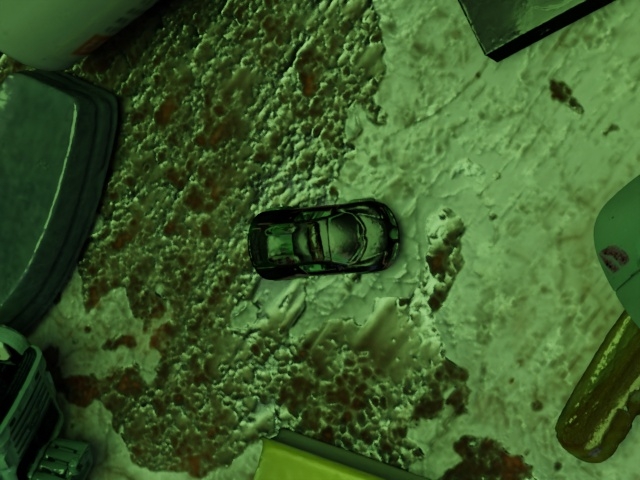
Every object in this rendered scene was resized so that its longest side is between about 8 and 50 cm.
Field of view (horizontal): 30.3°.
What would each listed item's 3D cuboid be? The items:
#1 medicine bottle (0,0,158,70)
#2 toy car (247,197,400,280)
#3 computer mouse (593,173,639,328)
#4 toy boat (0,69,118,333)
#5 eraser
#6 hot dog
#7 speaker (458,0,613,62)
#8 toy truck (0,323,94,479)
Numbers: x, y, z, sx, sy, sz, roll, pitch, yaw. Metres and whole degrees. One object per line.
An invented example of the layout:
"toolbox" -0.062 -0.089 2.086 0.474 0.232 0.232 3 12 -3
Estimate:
"medicine bottle" -0.164 -0.334 1.050 0.371 0.211 0.211 -34 77 18
"toy car" 0.000 0.000 1.059 0.142 0.055 0.069 -5 90 23
"computer mouse" 0.344 -0.036 0.864 0.288 0.097 0.159 -26 60 7
"toy boat" -0.293 -0.029 1.166 0.127 0.078 0.283 23 96 18
"eraser" 0.035 0.274 1.031 0.226 0.069 0.158 15 92 22
"hot dog" 0.264 0.084 0.953 0.216 0.047 0.066 -58 41 5
"speaker" 0.220 -0.236 0.980 0.218 0.044 0.082 -26 79 20
"toy truck" -0.383 0.182 1.159 0.338 0.184 0.133 3 46 17
